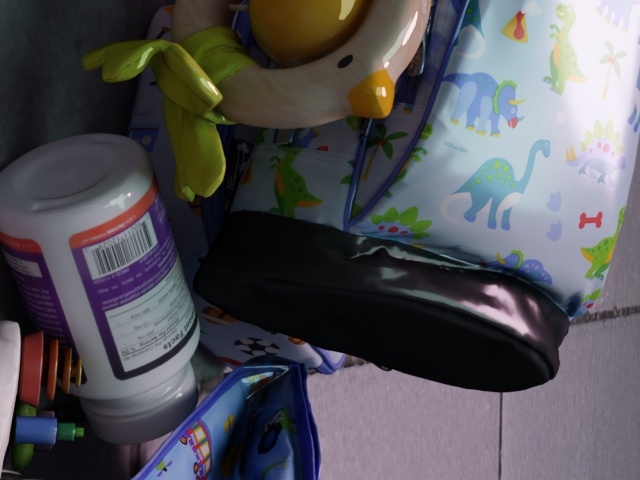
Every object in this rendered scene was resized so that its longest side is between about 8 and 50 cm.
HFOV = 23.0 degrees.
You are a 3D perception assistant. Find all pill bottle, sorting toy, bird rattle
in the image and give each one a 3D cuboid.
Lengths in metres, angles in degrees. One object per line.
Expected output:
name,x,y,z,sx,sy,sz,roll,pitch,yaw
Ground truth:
pill bottle,-0.141,0.036,1.039,0.108,0.108,0.193,-60,144,-50
sorting toy,-0.172,0.106,0.998,0.061,0.042,0.102,-102,-159,-52
bird rattle,-0.030,-0.146,0.985,0.143,0.207,0.253,69,31,-50

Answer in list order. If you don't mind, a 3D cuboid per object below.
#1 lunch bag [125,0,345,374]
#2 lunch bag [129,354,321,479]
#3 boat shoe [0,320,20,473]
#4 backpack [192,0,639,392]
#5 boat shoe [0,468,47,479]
lunch bag,-0.053,-0.043,1.247,0.303,0.115,0.243,57,38,-55
lunch bag,-0.088,0.215,1.074,0.293,0.138,0.221,-75,-172,-68
boat shoe,-0.212,0.103,0.919,0.184,0.063,0.066,-94,-164,-57
backpack,0.098,-0.102,1.100,0.290,0.273,0.355,23,64,-35
boat shoe,-0.218,0.173,0.908,0.219,0.070,0.077,-18,108,-66
